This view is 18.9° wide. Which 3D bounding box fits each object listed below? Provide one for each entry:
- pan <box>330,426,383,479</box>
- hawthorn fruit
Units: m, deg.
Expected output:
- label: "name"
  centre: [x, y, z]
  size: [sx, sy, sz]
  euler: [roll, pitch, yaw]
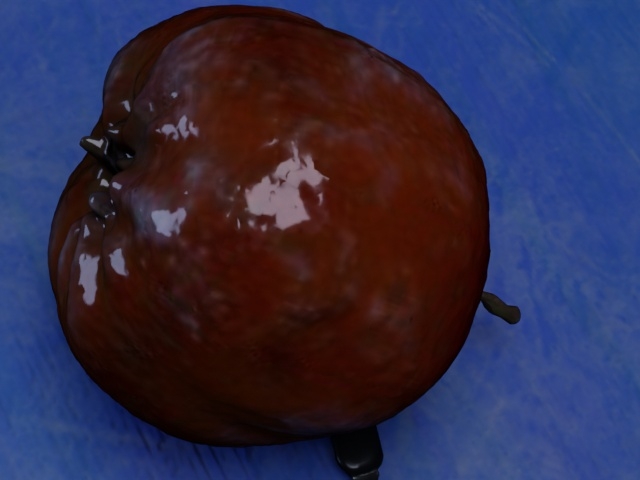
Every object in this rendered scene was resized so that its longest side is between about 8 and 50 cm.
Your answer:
- label: "pan"
  centre: [0.030, 0.157, 1.032]
  size: [0.136, 0.028, 0.235]
  euler: [-8, 65, -12]
- label: "hawthorn fruit"
  centre: [0.000, 0.000, 1.013]
  size: [0.271, 0.242, 0.242]
  euler: [17, 60, -23]
